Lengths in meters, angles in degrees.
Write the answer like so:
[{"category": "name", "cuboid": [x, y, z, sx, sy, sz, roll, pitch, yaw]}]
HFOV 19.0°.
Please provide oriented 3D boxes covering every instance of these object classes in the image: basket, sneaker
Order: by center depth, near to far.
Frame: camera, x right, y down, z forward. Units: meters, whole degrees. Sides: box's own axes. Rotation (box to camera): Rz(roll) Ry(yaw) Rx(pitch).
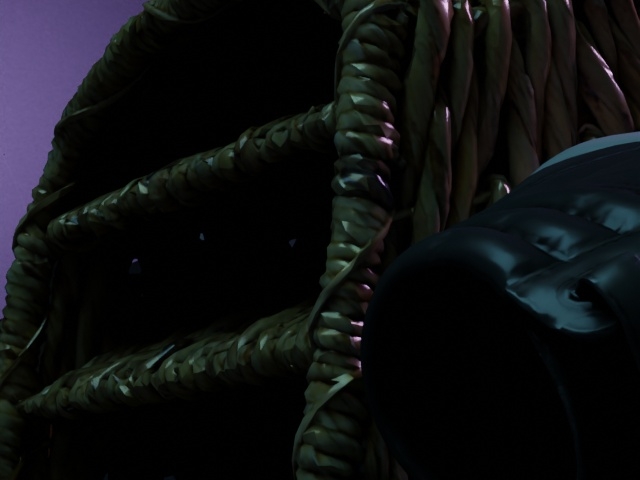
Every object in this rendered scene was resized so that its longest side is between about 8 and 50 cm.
[{"category": "sneaker", "cuboid": [0.137, 0.019, 0.446, 0.295, 0.104, 0.147, -8, 16, 40]}, {"category": "basket", "cuboid": [-0.025, 0.002, 0.714, 0.223, 0.213, 0.299, -23, 5, -30]}]

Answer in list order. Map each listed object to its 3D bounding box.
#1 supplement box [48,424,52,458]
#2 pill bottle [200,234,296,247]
[{"category": "supplement box", "cuboid": [-0.229, 0.120, 1.121, 0.078, 0.080, 0.233, -26, 5, -43]}, {"category": "pill bottle", "cuboid": [0.056, -0.045, 1.233, 0.283, 0.160, 0.160, -22, 4, 1]}]
